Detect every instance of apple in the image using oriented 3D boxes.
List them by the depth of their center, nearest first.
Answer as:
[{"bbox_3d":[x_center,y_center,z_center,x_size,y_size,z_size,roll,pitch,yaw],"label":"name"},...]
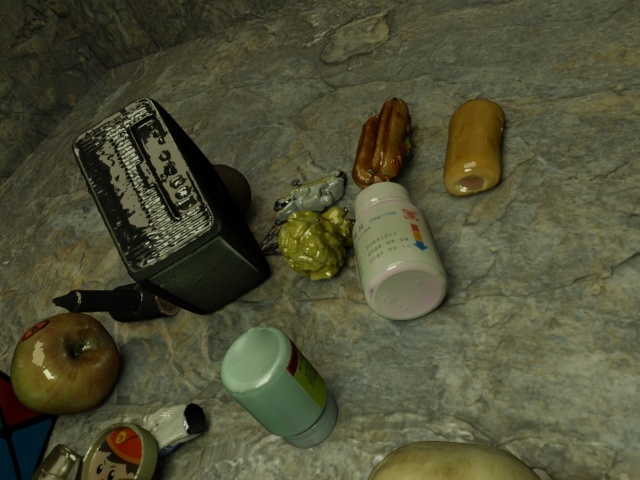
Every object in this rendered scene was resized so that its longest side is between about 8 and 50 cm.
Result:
[{"bbox_3d":[-0.608,0.297,1.343,0.194,0.261,0.261,-40,32,30],"label":"apple"}]

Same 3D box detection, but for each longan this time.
[{"bbox_3d":[-0.306,-0.119,1.632,0.198,0.198,0.212,35,95,50],"label":"longan"}]

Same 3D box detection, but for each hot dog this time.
[{"bbox_3d":[0.175,-0.248,1.494,0.158,0.117,0.349,-42,21,35],"label":"hot dog"}]

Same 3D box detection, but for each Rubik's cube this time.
[{"bbox_3d":[-0.809,0.468,1.287,0.250,0.246,0.248,-23,37,12],"label":"Rubik's cube"}]

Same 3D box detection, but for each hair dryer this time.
[{"bbox_3d":[-0.531,0.149,1.394,0.189,0.352,0.107,-12,79,25],"label":"hair dryer"}]

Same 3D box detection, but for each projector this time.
[{"bbox_3d":[-0.335,-0.059,1.304,0.242,0.405,0.395,-31,70,0],"label":"projector"}]

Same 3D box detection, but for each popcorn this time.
[{"bbox_3d":[-0.009,-0.006,1.323,0.173,0.168,0.195,-48,6,47],"label":"popcorn"}]

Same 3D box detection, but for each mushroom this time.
[{"bbox_3d":[0.169,0.389,0.716,0.260,0.254,0.234,-58,7,42],"label":"mushroom"}]

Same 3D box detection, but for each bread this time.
[{"bbox_3d":[0.374,-0.238,1.372,0.142,0.091,0.305,-14,41,31],"label":"bread"}]

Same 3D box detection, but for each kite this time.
[{"bbox_3d":[-0.089,-0.007,1.501,0.189,0.009,0.232,-30,39,1],"label":"kite"}]

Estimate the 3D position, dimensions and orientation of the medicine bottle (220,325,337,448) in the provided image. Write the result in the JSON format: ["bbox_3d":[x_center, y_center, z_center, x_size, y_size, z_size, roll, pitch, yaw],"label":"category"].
[{"bbox_3d":[-0.069,0.268,1.011,0.139,0.225,0.139,-19,39,17],"label":"medicine bottle"}]

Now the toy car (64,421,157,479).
[{"bbox_3d":[-0.400,0.460,1.067,0.235,0.145,0.235,-15,51,19],"label":"toy car"}]

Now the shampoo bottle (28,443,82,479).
[{"bbox_3d":[-0.610,0.595,1.145,0.126,0.084,0.350,2,49,33],"label":"shampoo bottle"}]

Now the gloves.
[{"bbox_3d":[-0.343,0.405,1.160,0.229,0.097,0.119,-17,37,11],"label":"gloves"}]

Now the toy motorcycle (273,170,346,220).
[{"bbox_3d":[-0.018,-0.120,1.525,0.229,0.074,0.151,-26,32,-7],"label":"toy motorcycle"}]

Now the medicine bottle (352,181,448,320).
[{"bbox_3d":[0.155,0.011,1.182,0.170,0.170,0.293,-22,40,13],"label":"medicine bottle"}]
